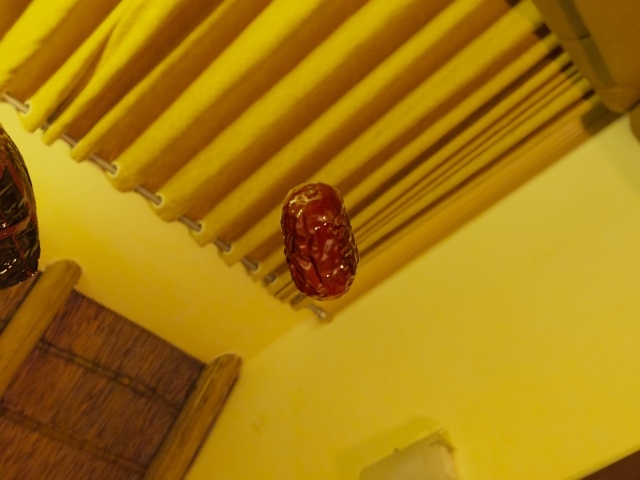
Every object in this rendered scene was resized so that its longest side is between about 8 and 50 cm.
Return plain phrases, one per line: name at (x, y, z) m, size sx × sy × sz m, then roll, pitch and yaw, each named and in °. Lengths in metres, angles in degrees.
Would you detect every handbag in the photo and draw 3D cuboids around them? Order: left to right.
handbag at (-0.384, -0.056, 0.655) m, size 0.169 × 0.155 × 0.215 m, roll 49°, pitch 155°, yaw 42°

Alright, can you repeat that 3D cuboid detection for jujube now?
jujube at (0.000, 0.000, 0.879) m, size 0.112 × 0.109 × 0.176 m, roll 26°, pitch 139°, yaw 36°
